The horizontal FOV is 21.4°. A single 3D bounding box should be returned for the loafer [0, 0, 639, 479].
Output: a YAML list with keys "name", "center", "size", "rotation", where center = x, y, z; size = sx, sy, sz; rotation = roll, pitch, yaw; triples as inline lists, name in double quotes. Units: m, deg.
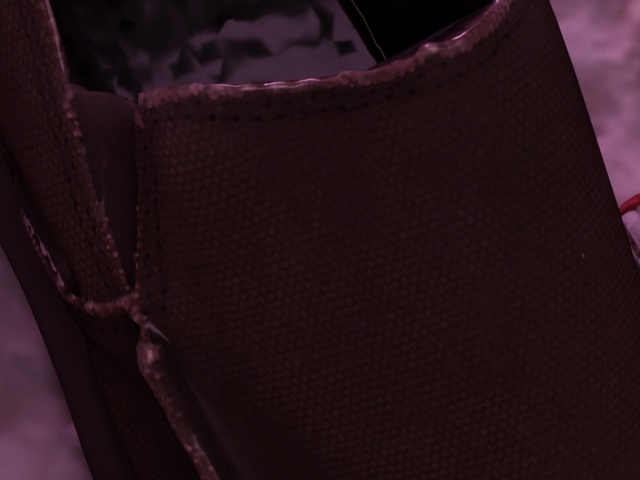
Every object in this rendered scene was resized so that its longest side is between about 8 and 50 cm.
- name: "loafer"
  center: [0.000, 0.000, 0.370]
  size: [0.134, 0.130, 0.366]
  rotation: [-35, 86, -23]

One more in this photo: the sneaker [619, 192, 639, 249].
- name: "sneaker"
  center: [0.146, 0.074, 0.415]
  size: [0.225, 0.093, 0.088]
  rotation: [50, 28, 21]
